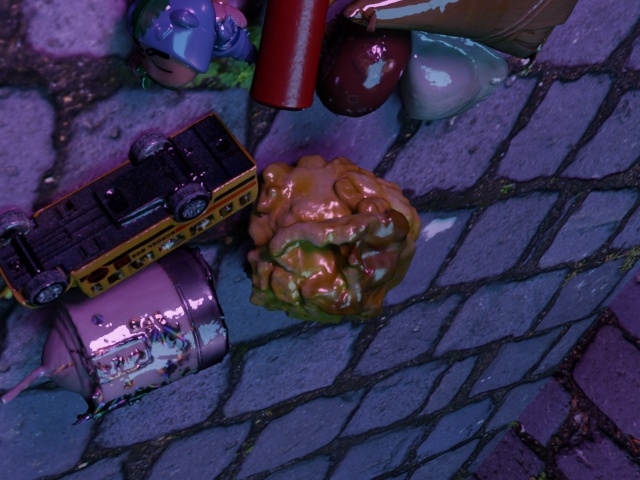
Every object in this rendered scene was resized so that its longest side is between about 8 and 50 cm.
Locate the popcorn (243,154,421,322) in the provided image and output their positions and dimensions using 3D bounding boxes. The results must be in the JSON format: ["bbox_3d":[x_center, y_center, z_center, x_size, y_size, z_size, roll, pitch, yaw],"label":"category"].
[{"bbox_3d":[0.006,0.005,1.407,0.293,0.237,0.293,-32,149,-21],"label":"popcorn"}]

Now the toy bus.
[{"bbox_3d":[-0.245,-0.030,1.201,0.336,0.121,0.123,-32,157,-14],"label":"toy bus"}]

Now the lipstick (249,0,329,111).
[{"bbox_3d":[-0.026,-0.271,1.083,0.080,0.080,0.241,-7,116,-43],"label":"lipstick"}]

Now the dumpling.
[{"bbox_3d":[0.185,-0.251,1.384,0.149,0.104,0.216,-30,149,-3],"label":"dumpling"}]

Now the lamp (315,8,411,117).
[{"bbox_3d":[0.042,-0.240,1.226,0.157,0.135,0.156,-62,-170,7],"label":"lamp"}]

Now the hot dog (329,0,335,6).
[{"bbox_3d":[0.025,-0.343,1.127,0.188,0.072,0.055,-46,128,11],"label":"hot dog"}]

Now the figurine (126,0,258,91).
[{"bbox_3d":[-0.148,-0.220,1.072,0.178,0.114,0.144,-8,140,-55],"label":"figurine"}]

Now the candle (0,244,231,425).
[{"bbox_3d":[-0.291,0.141,1.311,0.330,0.187,0.187,-22,146,-24],"label":"candle"}]

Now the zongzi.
[{"bbox_3d":[0.249,-0.428,1.124,0.418,0.181,0.447,-13,139,-48],"label":"zongzi"}]
